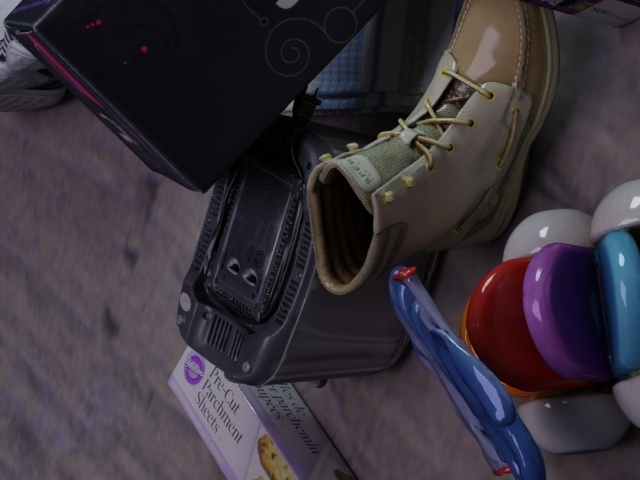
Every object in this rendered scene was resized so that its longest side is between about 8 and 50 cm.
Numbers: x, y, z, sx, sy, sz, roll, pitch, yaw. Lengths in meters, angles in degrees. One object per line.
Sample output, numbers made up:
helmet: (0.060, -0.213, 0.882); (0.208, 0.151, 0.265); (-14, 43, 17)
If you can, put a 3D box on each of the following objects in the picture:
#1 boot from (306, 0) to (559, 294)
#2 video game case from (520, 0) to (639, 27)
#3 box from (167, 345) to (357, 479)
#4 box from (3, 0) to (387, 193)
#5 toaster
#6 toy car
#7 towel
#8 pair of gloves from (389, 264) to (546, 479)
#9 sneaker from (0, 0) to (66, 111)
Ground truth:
boot: (0.072, -0.073, 1.178); (0.077, 0.165, 0.213); (33, 128, 34)
video game case: (0.121, -0.266, 1.150); (0.042, 0.210, 0.232); (-24, 68, 44)
box: (-0.014, 0.194, 1.354); (0.067, 0.063, 0.324); (-58, 47, 25)
box: (-0.062, -0.188, 1.231); (0.270, 0.165, 0.143); (-47, 19, -6)
toaster: (0.000, 0.000, 1.300); (0.129, 0.146, 0.227); (28, 107, 46)
toy car: (0.164, 0.047, 1.112); (0.182, 0.136, 0.159); (-20, 70, 46)
towel: (0.055, -0.195, 1.351); (0.285, 0.034, 0.209); (1, 84, 47)
pair of gloves: (0.089, 0.083, 1.106); (0.159, 0.023, 0.198); (58, 175, 3)
sneaker: (-0.240, -0.247, 1.616); (0.366, 0.137, 0.210); (-12, 78, 51)
